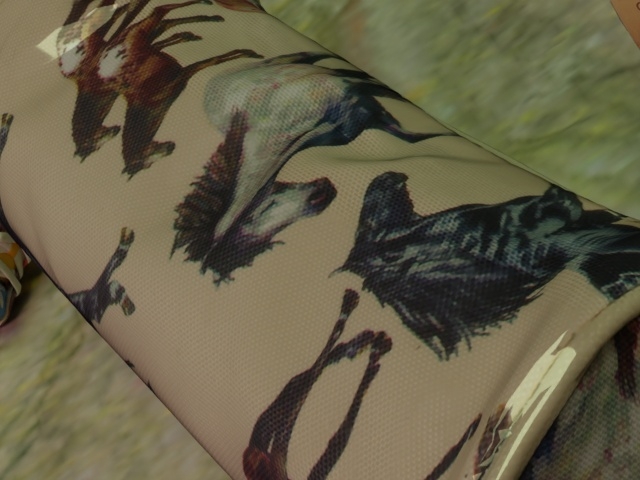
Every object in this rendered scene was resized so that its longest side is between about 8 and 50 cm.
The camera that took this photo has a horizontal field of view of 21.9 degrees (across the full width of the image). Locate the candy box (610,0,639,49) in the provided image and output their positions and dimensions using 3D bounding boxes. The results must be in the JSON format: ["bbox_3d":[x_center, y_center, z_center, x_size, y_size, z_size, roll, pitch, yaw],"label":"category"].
[{"bbox_3d":[0.265,-0.081,0.509,0.316,0.183,0.087,-3,57,35],"label":"candy box"}]

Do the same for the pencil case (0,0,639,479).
[{"bbox_3d":[0.000,0.000,0.659,0.183,0.160,0.410,-44,43,-7],"label":"pencil case"}]

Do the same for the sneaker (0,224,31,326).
[{"bbox_3d":[-0.169,0.000,0.858,0.185,0.069,0.084,-42,52,10],"label":"sneaker"}]
